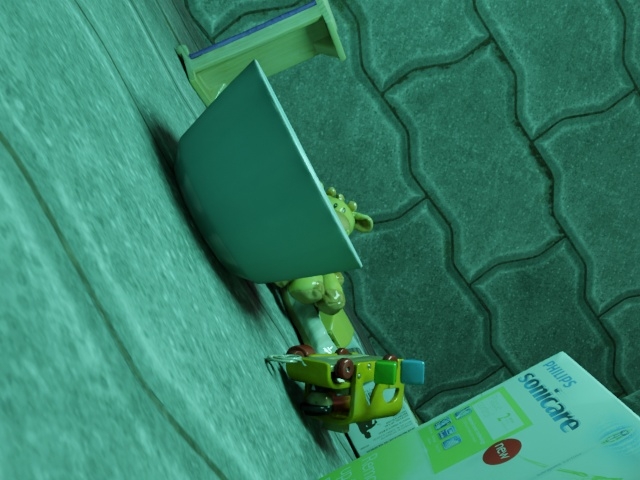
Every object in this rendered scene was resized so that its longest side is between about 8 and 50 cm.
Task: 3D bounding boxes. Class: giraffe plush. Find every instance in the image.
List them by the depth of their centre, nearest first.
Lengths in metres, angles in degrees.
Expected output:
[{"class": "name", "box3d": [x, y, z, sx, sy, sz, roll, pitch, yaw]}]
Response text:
[{"class": "giraffe plush", "box3d": [0.000, 0.000, 1.300, 0.181, 0.170, 0.210, 29, 17, -31]}]

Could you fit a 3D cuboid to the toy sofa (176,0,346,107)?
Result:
[{"class": "toy sofa", "box3d": [-0.139, -0.455, 1.713, 0.150, 0.362, 0.177, 56, 13, -62]}]

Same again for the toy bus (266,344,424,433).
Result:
[{"class": "toy bus", "box3d": [0.027, 0.202, 0.996, 0.191, 0.202, 0.104, 142, -49, -86]}]

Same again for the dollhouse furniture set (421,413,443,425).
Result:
[{"class": "dollhouse furniture set", "box3d": [0.307, 0.587, 1.986, 0.212, 0.161, 0.242, 64, 3, 39]}]

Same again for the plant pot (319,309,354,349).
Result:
[{"class": "plant pot", "box3d": [0.010, 0.172, 1.381, 0.081, 0.081, 0.083, 62, 13, -19]}]

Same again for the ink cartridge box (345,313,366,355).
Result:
[{"class": "ink cartridge box", "box3d": [-0.003, 0.125, 1.724, 0.371, 0.069, 0.176, 59, 3, -23]}]

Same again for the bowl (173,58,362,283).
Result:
[{"class": "bowl", "box3d": [-0.083, -0.065, 0.996, 0.311, 0.163, 0.311, 62, 3, -6]}]

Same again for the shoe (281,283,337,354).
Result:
[{"class": "shoe", "box3d": [-0.013, 0.152, 1.304, 0.076, 0.058, 0.219, 60, 4, -48]}]

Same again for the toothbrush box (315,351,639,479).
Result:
[{"class": "toothbrush box", "box3d": [0.110, 0.223, 0.535, 0.122, 0.283, 0.206, 62, 3, -9]}]

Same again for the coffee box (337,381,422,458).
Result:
[{"class": "coffee box", "box3d": [0.142, 0.383, 1.303, 0.297, 0.119, 0.168, 63, 2, 6]}]
